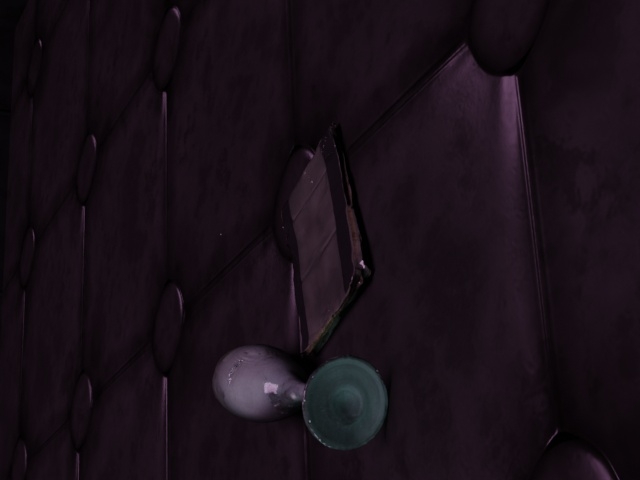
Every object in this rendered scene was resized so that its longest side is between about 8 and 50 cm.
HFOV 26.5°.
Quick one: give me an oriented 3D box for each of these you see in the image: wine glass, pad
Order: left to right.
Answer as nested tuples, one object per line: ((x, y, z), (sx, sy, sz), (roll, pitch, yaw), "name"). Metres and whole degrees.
((-0.070, 0.094, 1.518), (0.264, 0.096, 0.309), (65, 159, -10), "wine glass")
((0.001, 0.000, 1.599), (0.174, 0.022, 0.233), (121, 149, -43), "pad")
